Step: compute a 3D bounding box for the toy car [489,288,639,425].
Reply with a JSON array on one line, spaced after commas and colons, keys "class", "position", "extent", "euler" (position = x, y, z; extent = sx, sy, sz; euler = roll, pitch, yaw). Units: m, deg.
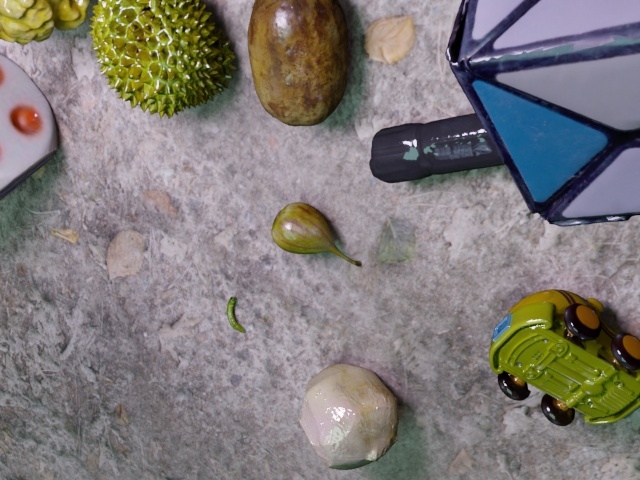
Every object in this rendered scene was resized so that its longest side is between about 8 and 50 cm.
[{"class": "toy car", "position": [0.383, 0.164, 1.366], "extent": [0.247, 0.142, 0.200], "euler": [32, 131, -8]}]

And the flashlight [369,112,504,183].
[{"class": "flashlight", "position": [0.259, -0.148, 1.251], "extent": [0.423, 0.103, 0.103], "euler": [-6, 118, 32]}]

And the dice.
[{"class": "dice", "position": [-0.654, -0.177, 1.611], "extent": [0.243, 0.259, 0.251], "euler": [-28, 106, 40]}]

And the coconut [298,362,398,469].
[{"class": "coconut", "position": [0.056, 0.327, 1.626], "extent": [0.194, 0.194, 0.194], "euler": [14, 126, 20]}]

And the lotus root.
[{"class": "lotus root", "position": [-0.031, -0.285, 1.293], "extent": [0.145, 0.128, 0.260], "euler": [5, 129, 8]}]

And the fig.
[{"class": "fig", "position": [0.000, -0.014, 1.507], "extent": [0.166, 0.093, 0.093], "euler": [10, 130, -12]}]

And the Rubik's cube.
[{"class": "Rubik's cube", "position": [0.342, -0.220, 0.968], "extent": [0.310, 0.307, 0.305], "euler": [-4, 148, 30]}]

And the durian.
[{"class": "durian", "position": [-0.252, -0.306, 1.375], "extent": [0.200, 0.176, 0.237], "euler": [-31, 92, 18]}]

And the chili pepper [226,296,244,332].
[{"class": "chili pepper", "position": [-0.166, 0.142, 1.722], "extent": [0.030, 0.017, 0.083], "euler": [9, 124, 21]}]

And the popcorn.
[{"class": "popcorn", "position": [-0.444, -0.417, 1.326], "extent": [0.249, 0.225, 0.249], "euler": [53, 168, 17]}]
